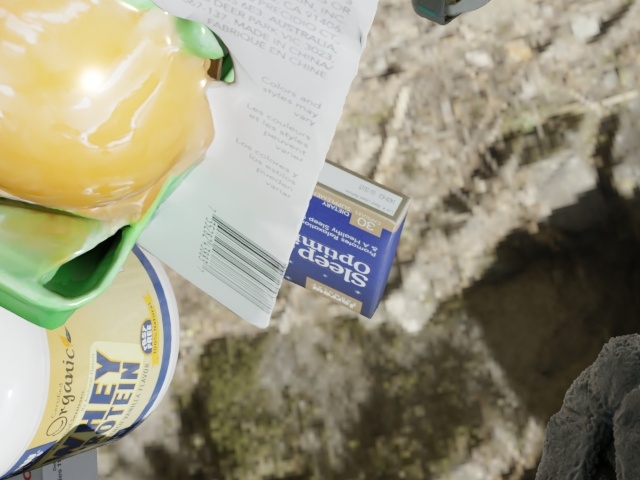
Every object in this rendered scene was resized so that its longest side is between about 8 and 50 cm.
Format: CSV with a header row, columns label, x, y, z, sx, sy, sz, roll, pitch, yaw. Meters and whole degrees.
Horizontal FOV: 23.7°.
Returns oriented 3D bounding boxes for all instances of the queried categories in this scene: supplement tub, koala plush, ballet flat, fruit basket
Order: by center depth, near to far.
label,x,y,z,sx,sy,sz,roll,pitch,yaw
fruit basket,-0.132,-0.121,0.499,0.327,0.165,0.353,27,148,4
supplement tub,-0.288,0.092,1.304,0.228,0.228,0.316,-25,174,25
koala plush,0.337,0.202,1.393,0.221,0.203,0.196,16,168,-32
ballet flat,0.202,-0.314,1.795,0.213,0.068,0.072,-33,137,-21

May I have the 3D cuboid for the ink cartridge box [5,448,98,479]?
label,x,y,z,sx,sy,sz,roll,pitch,yaw
ink cartridge box,-0.343,0.298,1.679,0.208,0.153,0.087,-2,180,38

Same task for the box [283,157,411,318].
label,x,y,z,sx,sy,sz,roll,pitch,yaw
box,0.000,0.000,1.374,0.136,0.036,0.225,25,154,8
